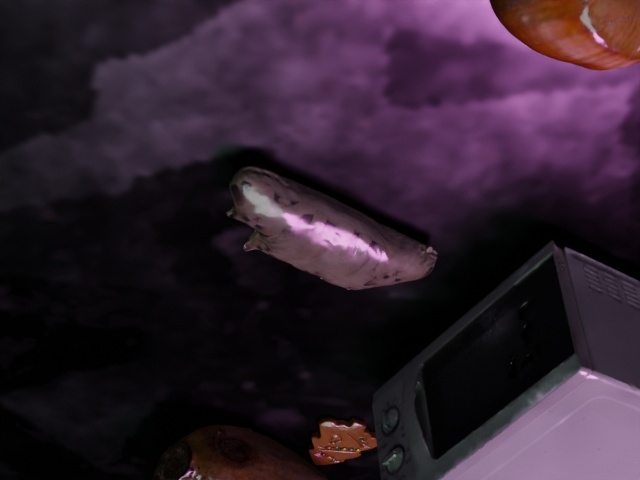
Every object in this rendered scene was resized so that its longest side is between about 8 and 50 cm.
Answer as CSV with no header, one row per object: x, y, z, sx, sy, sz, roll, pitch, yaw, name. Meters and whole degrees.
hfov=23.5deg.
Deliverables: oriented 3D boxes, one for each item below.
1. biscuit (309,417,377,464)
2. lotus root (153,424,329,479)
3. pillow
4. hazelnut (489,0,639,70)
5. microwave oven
0.018,0.231,1.746,0.082,0.016,0.092,24,128,-30,biscuit
-0.077,0.283,1.716,0.241,0.123,0.124,31,98,-30,lotus root
0.001,0.001,1.465,0.241,0.051,0.093,23,131,-31,pillow
0.210,-0.195,1.213,0.150,0.150,0.150,-3,138,-3,hazelnut
0.226,0.167,1.576,0.238,0.181,0.295,22,132,-29,microwave oven
